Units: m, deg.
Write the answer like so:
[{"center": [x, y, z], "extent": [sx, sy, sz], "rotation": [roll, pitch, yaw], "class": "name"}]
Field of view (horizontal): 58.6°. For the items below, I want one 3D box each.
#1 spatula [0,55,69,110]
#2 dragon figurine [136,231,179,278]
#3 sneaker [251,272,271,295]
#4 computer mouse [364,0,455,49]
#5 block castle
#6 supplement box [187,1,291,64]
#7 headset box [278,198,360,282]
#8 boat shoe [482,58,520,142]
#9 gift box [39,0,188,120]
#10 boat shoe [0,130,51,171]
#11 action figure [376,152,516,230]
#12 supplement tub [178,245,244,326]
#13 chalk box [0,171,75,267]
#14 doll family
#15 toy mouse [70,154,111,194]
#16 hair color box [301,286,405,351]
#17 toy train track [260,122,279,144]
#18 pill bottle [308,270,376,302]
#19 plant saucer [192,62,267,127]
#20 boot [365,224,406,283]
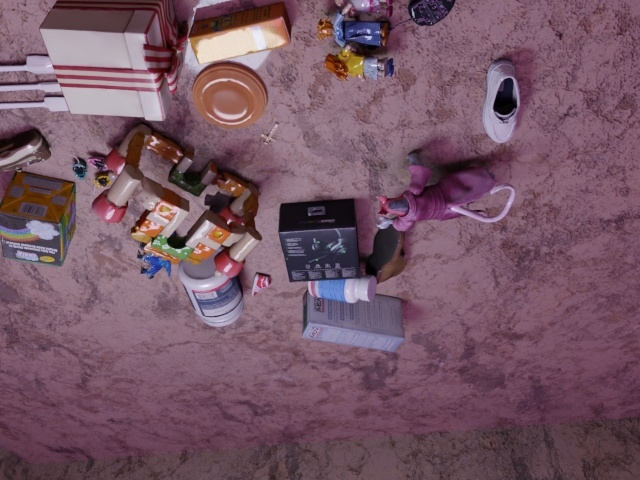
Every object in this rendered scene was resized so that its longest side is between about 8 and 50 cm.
[{"center": [-0.775, -0.406, 1.491], "extent": [0.242, 0.019, 0.168], "rotation": [-1, 145, 2], "class": "spatula"}, {"center": [-0.553, 0.071, 1.988], "extent": [0.144, 0.085, 0.289], "rotation": [5, 138, -5], "class": "dragon figurine"}, {"center": [-0.222, 0.172, 2.141], "extent": [0.067, 0.042, 0.118], "rotation": [11, 136, -8], "class": "sneaker"}, {"center": [0.206, -0.524, 1.349], "extent": [0.242, 0.041, 0.071], "rotation": [-19, 130, 30], "class": "computer mouse"}, {"center": [-0.397, -0.095, 1.630], "extent": [0.453, 0.303, 0.213], "rotation": [28, 122, -29], "class": "block castle"}, {"center": [-0.190, -0.489, 1.350], "extent": [0.234, 0.078, 0.080], "rotation": [-10, 138, 11], "class": "supplement box"}, {"center": [0.000, 0.000, 1.876], "extent": [0.247, 0.131, 0.283], "rotation": [-4, 139, 5], "class": "headset box"}, {"center": [0.479, -0.348, 1.511], "extent": [0.095, 0.084, 0.258], "rotation": [-12, 138, 13], "class": "boat shoe"}, {"center": [-0.441, -0.437, 1.275], "extent": [0.258, 0.255, 0.276], "rotation": [3, 145, -1], "class": "gift box"}, {"center": [-0.896, -0.228, 1.638], "extent": [0.258, 0.095, 0.095], "rotation": [-13, 144, 13], "class": "boat shoe"}, {"center": [0.321, -0.096, 1.650], "extent": [0.370, 0.276, 0.248], "rotation": [-12, 127, -29], "class": "action figure"}, {"center": [-0.378, 0.161, 2.014], "extent": [0.191, 0.191, 0.272], "rotation": [-3, 139, 4], "class": "supplement tub"}, {"center": [-0.880, -0.043, 1.788], "extent": [0.180, 0.179, 0.289], "rotation": [12, 139, -15], "class": "chalk box"}, {"center": [0.077, -0.463, 1.331], "extent": [0.163, 0.118, 0.263], "rotation": [13, 142, 18], "class": "doll family"}, {"center": [-0.679, -0.219, 1.693], "extent": [0.161, 0.031, 0.143], "rotation": [-26, 133, 26], "class": "toy mouse"}, {"center": [0.123, 0.294, 2.175], "extent": [0.375, 0.185, 0.113], "rotation": [12, 138, -13], "class": "hair color box"}, {"center": [-0.140, -0.300, 1.617], "extent": [0.048, 0.014, 0.083], "rotation": [20, 135, -22], "class": "toy train track"}, {"center": [0.079, 0.154, 2.009], "extent": [0.222, 0.124, 0.124], "rotation": [8, 144, 27], "class": "pill bottle"}, {"center": [-0.241, -0.373, 1.514], "extent": [0.200, 0.037, 0.200], "rotation": [0, 140, 0], "class": "plant saucer"}, {"center": [0.248, 0.040, 1.967], "extent": [0.115, 0.112, 0.305], "rotation": [-10, 147, -20], "class": "boot"}]
